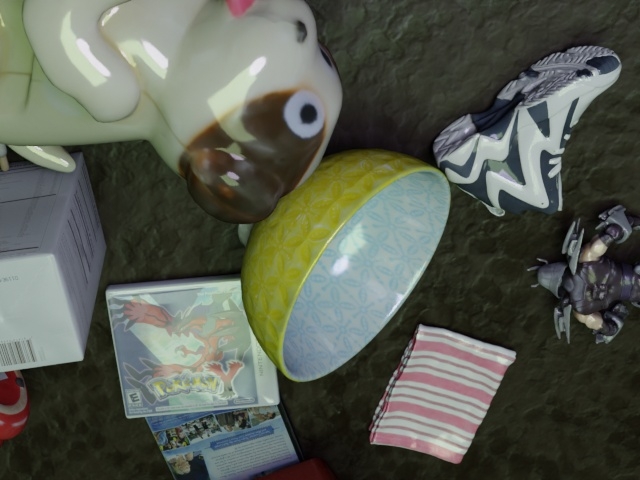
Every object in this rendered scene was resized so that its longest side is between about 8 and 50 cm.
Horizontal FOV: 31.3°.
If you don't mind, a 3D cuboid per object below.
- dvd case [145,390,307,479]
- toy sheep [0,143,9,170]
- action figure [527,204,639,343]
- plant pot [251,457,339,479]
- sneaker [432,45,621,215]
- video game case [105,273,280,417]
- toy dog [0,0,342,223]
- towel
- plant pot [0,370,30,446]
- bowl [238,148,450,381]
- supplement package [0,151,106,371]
[{"bbox_3d":[-0.122,0.276,1.551,0.180,0.022,0.253,-17,119,4],"label":"dvd case"},{"bbox_3d":[-0.394,-0.114,1.271,0.132,0.091,0.091,-15,122,-17],"label":"toy sheep"},{"bbox_3d":[0.400,0.053,1.420,0.285,0.099,0.185,5,127,9],"label":"action figure"},{"bbox_3d":[-0.031,0.452,1.516,0.267,0.236,0.267,-21,134,9],"label":"plant pot"},{"bbox_3d":[0.264,-0.110,1.316,0.235,0.094,0.153,-35,118,15],"label":"sneaker"},{"bbox_3d":[-0.159,0.134,1.449,0.201,0.023,0.183,-5,111,0],"label":"video game case"},{"bbox_3d":[-0.179,-0.168,1.076,0.407,0.284,0.395,20,127,11],"label":"toy dog"},{"bbox_3d":[0.161,0.209,1.529,0.144,0.029,0.197,15,118,-13],"label":"towel"},{"bbox_3d":[-0.463,0.207,1.392,0.174,0.191,0.191,-35,117,11],"label":"plant pot"},{"bbox_3d":[0.000,0.000,1.305,0.156,0.289,0.289,37,119,25],"label":"bowl"},{"bbox_3d":[-0.325,0.019,1.259,0.139,0.244,0.134,-8,119,1],"label":"supplement package"}]
